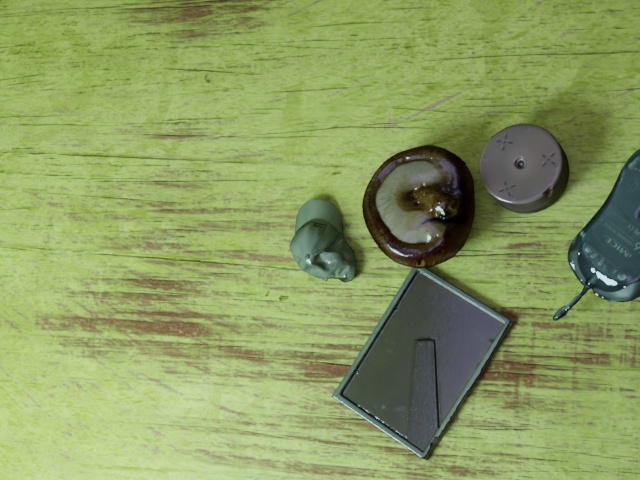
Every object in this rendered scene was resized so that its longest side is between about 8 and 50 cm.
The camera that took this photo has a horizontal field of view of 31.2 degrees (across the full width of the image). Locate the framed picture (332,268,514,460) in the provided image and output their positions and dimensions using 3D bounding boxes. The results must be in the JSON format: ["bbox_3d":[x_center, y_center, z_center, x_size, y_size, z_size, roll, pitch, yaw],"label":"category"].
[{"bbox_3d":[0.180,0.213,2.047,0.211,0.020,0.290,32,89,24],"label":"framed picture"}]

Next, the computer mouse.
[{"bbox_3d":[0.525,-0.004,1.937,0.379,0.090,0.167,-50,61,10],"label":"computer mouse"}]

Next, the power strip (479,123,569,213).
[{"bbox_3d":[0.359,-0.128,2.030,0.154,0.078,0.154,-6,75,22],"label":"power strip"}]

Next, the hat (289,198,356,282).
[{"bbox_3d":[0.001,-0.003,2.140,0.122,0.081,0.166,-9,64,16],"label":"hat"}]

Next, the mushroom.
[{"bbox_3d":[0.181,-0.055,2.059,0.194,0.138,0.231,4,67,35],"label":"mushroom"}]
